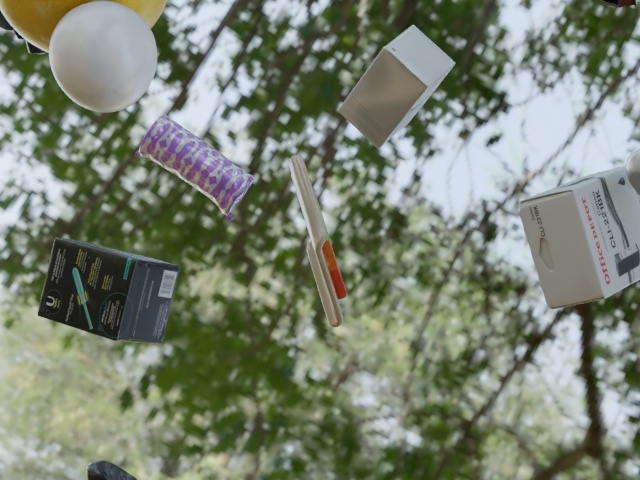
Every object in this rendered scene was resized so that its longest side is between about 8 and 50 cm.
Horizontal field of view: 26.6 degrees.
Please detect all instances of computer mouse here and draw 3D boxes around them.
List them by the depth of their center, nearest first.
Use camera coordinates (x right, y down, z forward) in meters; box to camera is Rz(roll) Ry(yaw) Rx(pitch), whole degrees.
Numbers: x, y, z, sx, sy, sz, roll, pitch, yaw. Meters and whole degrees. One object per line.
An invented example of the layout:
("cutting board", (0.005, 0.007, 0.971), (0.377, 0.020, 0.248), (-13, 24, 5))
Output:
("computer mouse", (-0.254, 0.409, 2.026), (0.242, 0.041, 0.071), (37, 8, -12))

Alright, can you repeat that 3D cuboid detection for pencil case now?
("pencil case", (-0.213, -0.126, 2.283), (0.206, 0.088, 0.086), (34, 14, 4))

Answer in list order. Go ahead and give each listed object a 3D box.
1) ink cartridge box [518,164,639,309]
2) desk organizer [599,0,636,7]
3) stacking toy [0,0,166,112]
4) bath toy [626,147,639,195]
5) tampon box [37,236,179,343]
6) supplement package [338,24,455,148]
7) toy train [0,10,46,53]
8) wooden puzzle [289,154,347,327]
("ink cartridge box", (0.481, -0.011, 2.370), (0.114, 0.273, 0.197), (-15, -87, 40))
("desk organizer", (0.374, -0.364, 1.744), (0.050, 0.047, 0.130), (-11, -55, 3))
("stacking toy", (-0.283, -0.326, 1.587), (0.350, 0.480, 0.350), (-12, -35, -9))
("bath toy", (0.678, -0.121, 2.242), (0.348, 0.129, 0.151), (8, -32, 45))
("tampon box", (-0.306, 0.073, 1.948), (0.161, 0.120, 0.101), (14, 0, 33))
("supplement package", (0.131, -0.266, 2.353), (0.105, 0.105, 0.179), (44, -43, 5))
("toy train", (-0.489, -0.499, 2.356), (0.142, 0.190, 0.334), (12, -57, 38))
("wooden puzzle", (0.000, 0.000, 2.359), (0.044, 0.221, 0.238), (-14, -43, -4))
